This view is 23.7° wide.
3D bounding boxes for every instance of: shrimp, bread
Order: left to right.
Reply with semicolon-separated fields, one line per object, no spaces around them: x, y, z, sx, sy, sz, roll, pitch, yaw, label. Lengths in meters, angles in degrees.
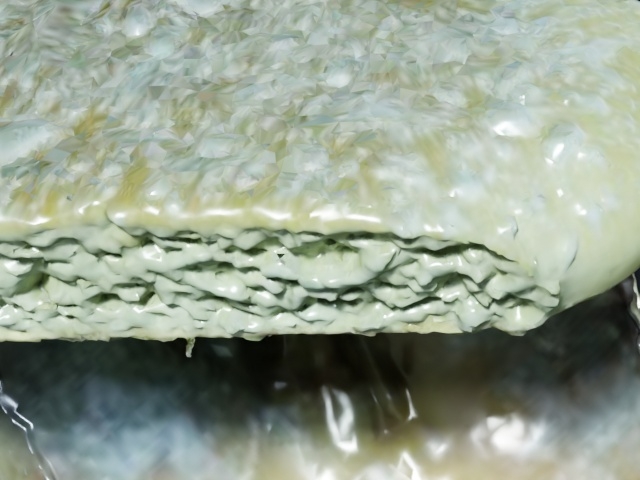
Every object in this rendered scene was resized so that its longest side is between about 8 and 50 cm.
-0.050;-0.057;0.399;0.286;0.207;0.056;-3;-46;10;bread
-0.061;-0.012;0.522;0.446;0.221;0.110;47;3;2;shrimp
